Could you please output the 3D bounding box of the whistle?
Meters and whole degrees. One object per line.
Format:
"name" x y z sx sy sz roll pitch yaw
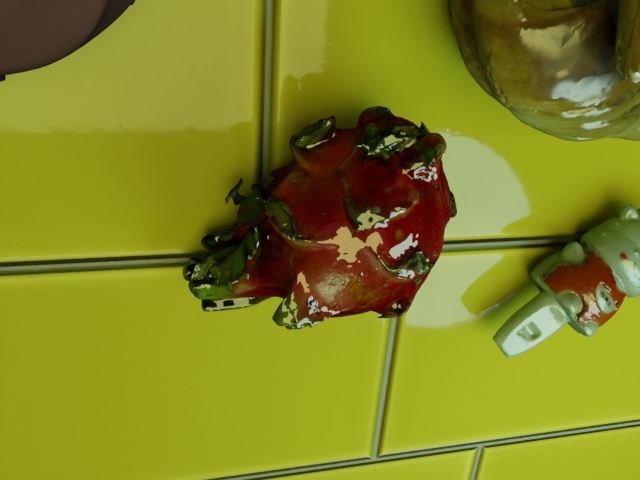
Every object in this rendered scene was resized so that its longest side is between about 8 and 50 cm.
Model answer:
"whistle" 0.317 0.053 0.714 0.253 0.106 0.102 -38 79 7

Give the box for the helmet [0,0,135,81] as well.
"helmet" -0.254 -0.222 0.365 0.338 0.197 0.271 -16 122 -8

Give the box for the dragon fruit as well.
"dragon fruit" -0.009 -0.015 0.552 0.268 0.198 0.200 -5 129 3

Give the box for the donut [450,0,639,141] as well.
"donut" 0.273 -0.250 0.507 0.360 0.170 0.361 -6 115 -12

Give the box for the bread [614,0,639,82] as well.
"bread" 0.271 -0.162 0.406 0.125 0.082 0.106 -12 122 -10
